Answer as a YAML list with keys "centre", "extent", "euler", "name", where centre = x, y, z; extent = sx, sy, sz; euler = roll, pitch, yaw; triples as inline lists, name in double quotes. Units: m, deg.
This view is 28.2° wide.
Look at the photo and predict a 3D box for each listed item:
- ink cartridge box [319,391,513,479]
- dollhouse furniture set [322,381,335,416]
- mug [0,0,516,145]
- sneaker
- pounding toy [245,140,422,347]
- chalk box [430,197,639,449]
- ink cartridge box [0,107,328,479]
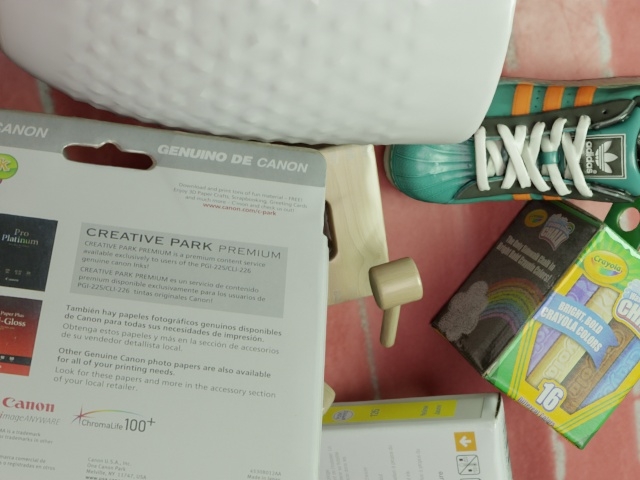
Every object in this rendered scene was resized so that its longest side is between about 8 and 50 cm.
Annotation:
- centre: [0.030, 0.291, 1.156]
  extent: [0.307, 0.072, 0.304]
  euler: [-4, 111, 17]
  name: "ink cartridge box"
- centre: [-0.113, 0.263, 1.007]
  extent: [0.286, 0.198, 0.303]
  euler: [-36, 154, -36]
  name: "dollhouse furniture set"
- centre: [-0.051, -0.245, 0.866]
  extent: [0.328, 0.276, 0.374]
  euler: [0, 129, -9]
  name: "mug"
- centre: [0.209, -0.085, 1.095]
  extent: [0.302, 0.121, 0.108]
  euler: [-10, 108, -14]
  name: "sneaker"
- centre: [0.003, 0.010, 1.013]
  extent: [0.094, 0.206, 0.181]
  euler: [-13, 110, -13]
  name: "pounding toy"
- centre: [0.229, 0.049, 1.136]
  extent: [0.132, 0.132, 0.213]
  euler: [38, 93, -23]
  name: "chalk box"
- centre: [-0.156, 0.063, 0.849]
  extent: [0.309, 0.130, 0.272]
  euler: [8, 59, -6]
  name: "ink cartridge box"
